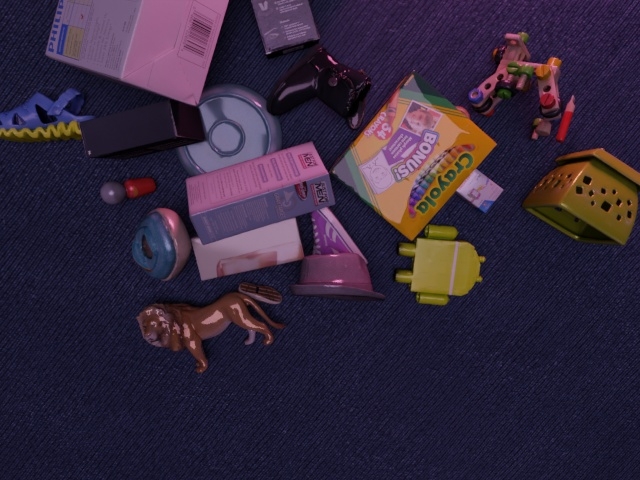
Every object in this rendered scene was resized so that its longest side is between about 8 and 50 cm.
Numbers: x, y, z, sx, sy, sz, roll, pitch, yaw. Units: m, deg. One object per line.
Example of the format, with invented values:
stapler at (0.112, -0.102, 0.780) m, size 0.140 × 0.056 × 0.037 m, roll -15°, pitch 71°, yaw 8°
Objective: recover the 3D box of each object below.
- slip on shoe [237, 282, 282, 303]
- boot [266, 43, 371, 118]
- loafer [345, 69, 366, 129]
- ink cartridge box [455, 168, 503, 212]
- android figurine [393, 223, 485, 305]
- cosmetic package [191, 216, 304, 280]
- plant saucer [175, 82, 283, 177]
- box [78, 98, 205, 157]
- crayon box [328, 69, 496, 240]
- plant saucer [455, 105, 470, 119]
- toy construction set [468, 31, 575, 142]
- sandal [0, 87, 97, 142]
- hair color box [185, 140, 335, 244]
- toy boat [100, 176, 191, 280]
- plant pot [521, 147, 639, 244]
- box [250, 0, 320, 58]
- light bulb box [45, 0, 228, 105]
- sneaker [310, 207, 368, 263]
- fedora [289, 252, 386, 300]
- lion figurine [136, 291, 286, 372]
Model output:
slip on shoe at (-0.185, 0.166, 1.592) m, size 0.136 × 0.051 × 0.041 m, roll 15°, pitch 138°, yaw -12°
boot at (-0.004, -0.400, 1.448) m, size 0.207 × 0.094 × 0.246 m, roll 42°, pitch 89°, yaw 18°
loafer at (0.102, -0.403, 1.502) m, size 0.062 × 0.061 × 0.169 m, roll 1°, pitch 99°, yaw -3°
ink cartridge box at (0.463, -0.153, 1.560) m, size 0.123 × 0.052 × 0.088 m, roll 35°, pitch 96°, yaw -6°
android figurine at (0.363, 0.077, 1.590) m, size 0.273 × 0.056 × 0.247 m, roll 3°, pitch 98°, yaw -2°
cosmetic package at (-0.202, 0.013, 1.511) m, size 0.297 × 0.153 × 0.129 m, roll -11°, pitch 101°, yaw 1°
plant saucer at (-0.269, -0.295, 1.515) m, size 0.318 × 0.043 × 0.317 m, roll 0°, pitch 99°, yaw -2°
box at (-0.472, -0.292, 1.410) m, size 0.262 × 0.184 × 0.103 m, roll -10°, pitch 98°, yaw 11°
crayon box at (0.257, -0.238, 1.505) m, size 0.313 × 0.106 × 0.362 m, roll 39°, pitch 99°, yaw -7°
plant saucer at (0.403, -0.354, 1.545) m, size 0.084 × 0.015 × 0.083 m, roll 0°, pitch 99°, yaw -3°
toy construction set at (0.596, -0.442, 1.456) m, size 0.309 × 0.257 × 0.237 m, roll 23°, pitch 85°, yaw -26°
sandal at (-0.773, -0.346, 1.455) m, size 0.318 × 0.126 × 0.138 m, roll -6°, pitch 96°, yaw -10°
hair color box at (-0.168, -0.135, 1.443) m, size 0.375 × 0.185 × 0.113 m, roll -18°, pitch 131°, yaw -4°
toy boat at (-0.491, -0.034, 1.466) m, size 0.148 × 0.267 × 0.318 m, roll -19°, pitch 76°, yaw -36°
plant pot at (0.760, -0.130, 1.494) m, size 0.227 × 0.228 × 0.207 m, roll 31°, pitch 91°, yaw -6°
box at (-0.097, -0.605, 1.447) m, size 0.156 × 0.093 × 0.158 m, roll -16°, pitch 100°, yaw 0°
light bulb box at (-0.448, -0.560, 1.292) m, size 0.361 × 0.225 × 0.357 m, roll 25°, pitch 100°, yaw 34°
sneaker at (0.000, 0.000, 1.544) m, size 0.161 × 0.102 × 0.282 m, roll -34°, pitch 99°, yaw 6°
fedora at (0.047, 0.098, 1.449) m, size 0.276 × 0.244 × 0.124 m, roll 8°, pitch 79°, yaw -32°
lion figurine at (-0.322, 0.240, 1.557) m, size 0.393 × 0.142 × 0.240 m, roll -24°, pitch 99°, yaw -6°
